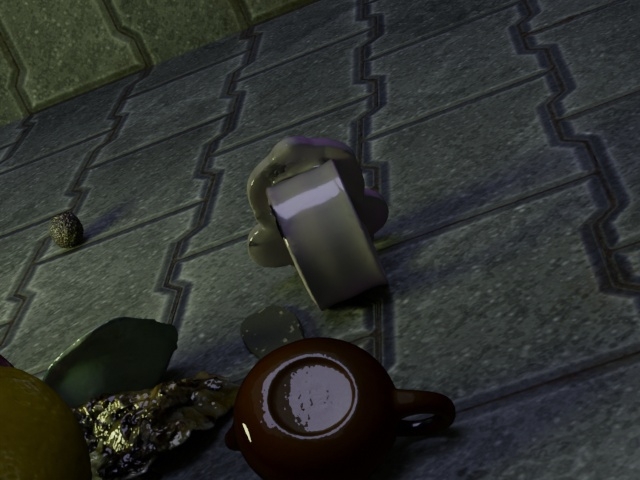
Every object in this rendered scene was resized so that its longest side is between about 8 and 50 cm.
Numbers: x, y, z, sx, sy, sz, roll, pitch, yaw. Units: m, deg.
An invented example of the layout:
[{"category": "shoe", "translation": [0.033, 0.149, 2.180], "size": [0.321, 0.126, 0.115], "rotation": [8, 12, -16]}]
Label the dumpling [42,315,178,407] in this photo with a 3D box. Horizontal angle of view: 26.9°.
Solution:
[{"category": "dumpling", "translation": [-0.290, 0.157, 1.770], "size": [0.216, 0.149, 0.105], "rotation": [-23, 28, -21]}]

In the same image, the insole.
[{"category": "insole", "translation": [-0.056, 0.136, 1.780], "size": [0.081, 0.011, 0.248], "rotation": [-27, 21, -5]}]

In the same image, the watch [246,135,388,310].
[{"category": "watch", "translation": [0.000, 0.000, 1.834], "size": [0.210, 0.248, 0.218], "rotation": [-22, 48, 2]}]

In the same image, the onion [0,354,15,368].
[{"category": "onion", "translation": [-0.511, 0.229, 1.751], "size": [0.272, 0.230, 0.256], "rotation": [-22, 20, 19]}]

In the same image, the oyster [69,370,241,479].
[{"category": "oyster", "translation": [-0.219, 0.219, 1.672], "size": [0.214, 0.083, 0.223], "rotation": [-1, 24, 40]}]

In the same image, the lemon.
[{"category": "lemon", "translation": [-0.377, 0.274, 1.469], "size": [0.260, 0.260, 0.284], "rotation": [-9, 40, 34]}]

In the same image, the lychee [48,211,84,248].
[{"category": "lychee", "translation": [-0.476, -0.021, 2.510], "size": [0.068, 0.067, 0.083], "rotation": [-52, 35, 35]}]

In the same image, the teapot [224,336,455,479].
[{"category": "teapot", "translation": [0.018, 0.195, 1.433], "size": [0.252, 0.135, 0.178], "rotation": [-4, 58, 3]}]
